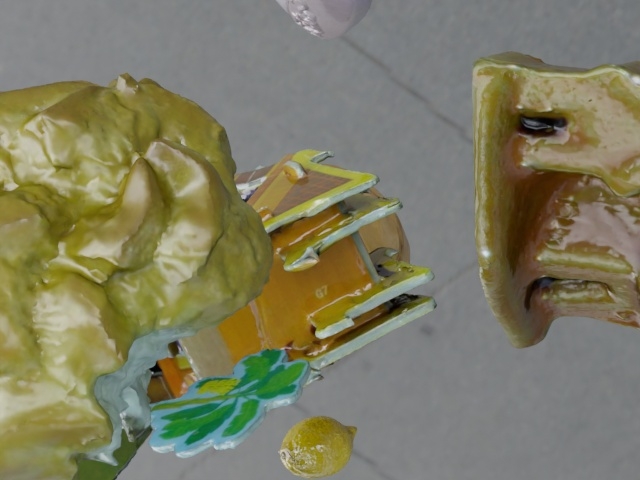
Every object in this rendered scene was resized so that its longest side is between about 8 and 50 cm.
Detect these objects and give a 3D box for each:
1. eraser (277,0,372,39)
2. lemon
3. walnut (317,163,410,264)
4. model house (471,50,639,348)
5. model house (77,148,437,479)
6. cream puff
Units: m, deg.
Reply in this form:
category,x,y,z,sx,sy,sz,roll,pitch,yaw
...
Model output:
category,x,y,z,sx,sy,sz,roll,pitch,yaw
eraser,-0.023,-0.259,1.520,0.204,0.059,0.243,52,172,-16
lemon,-0.001,0.210,1.718,0.065,0.092,0.065,31,129,47
walnut,0.000,0.000,1.764,0.207,0.159,0.159,31,147,32
model house,0.237,-0.028,1.240,0.239,0.173,0.268,5,160,19
model house,-0.081,0.037,1.479,0.313,0.357,0.242,-15,111,32
cream puff,-0.090,0.007,0.551,0.121,0.156,0.156,40,143,-1
